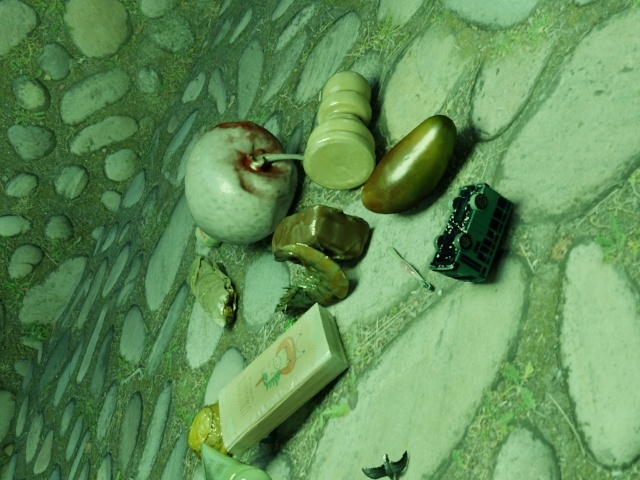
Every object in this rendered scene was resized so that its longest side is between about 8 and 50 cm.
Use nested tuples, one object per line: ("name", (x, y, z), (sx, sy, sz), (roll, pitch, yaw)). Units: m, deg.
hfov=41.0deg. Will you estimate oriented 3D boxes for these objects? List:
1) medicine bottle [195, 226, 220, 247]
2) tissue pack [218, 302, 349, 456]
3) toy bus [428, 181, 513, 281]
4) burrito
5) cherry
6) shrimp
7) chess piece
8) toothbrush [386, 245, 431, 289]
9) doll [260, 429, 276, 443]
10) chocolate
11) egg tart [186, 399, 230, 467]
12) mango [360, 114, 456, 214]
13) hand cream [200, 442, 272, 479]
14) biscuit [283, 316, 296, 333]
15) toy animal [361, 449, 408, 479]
("medicine bottle", (-0.289, -0.061, 2.512), (0.183, 0.086, 0.086), (-45, 33, 38))
("tissue pack", (-0.087, 0.292, 1.792), (0.325, 0.071, 0.170), (-43, 34, 19))
("toy bus", (0.254, -0.007, 1.435), (0.079, 0.091, 0.160), (-6, 57, 63))
("burrito", (-0.304, 0.131, 2.391), (0.117, 0.076, 0.392), (-63, 26, 5))
("cherry", (-0.209, -0.130, 2.225), (0.326, 0.291, 0.335), (-122, 40, -48))
("shrimp", (-0.055, 0.085, 1.864), (0.296, 0.169, 0.058), (-27, 19, 51))
("chess piece", (0.053, -0.277, 1.979), (0.167, 0.167, 0.300), (-41, 31, 41))
("toothbrush", (0.166, 0.052, 1.636), (0.017, 0.022, 0.204), (-59, 24, 9))
("doll", (-0.122, 0.400, 1.852), (0.076, 0.050, 0.083), (-30, 42, 40))
("chocolate", (0.000, 0.000, 1.851), (0.214, 0.148, 0.093), (-19, 58, 59))
("egg tart", (-0.259, 0.457, 2.046), (0.191, 0.074, 0.191), (-40, 37, 38))
("mango", (0.177, -0.136, 1.663), (0.267, 0.111, 0.133), (-47, 16, 37))
("hand cream", (-0.199, 0.525, 1.848), (0.306, 0.093, 0.147), (-12, 87, 60))
("biscuit", (-0.067, 0.218, 1.939), (0.046, 0.016, 0.089), (-47, 32, 31))
("toy animal", (0.115, 0.387, 1.439), (0.084, 0.050, 0.028), (-25, 10, 9))
